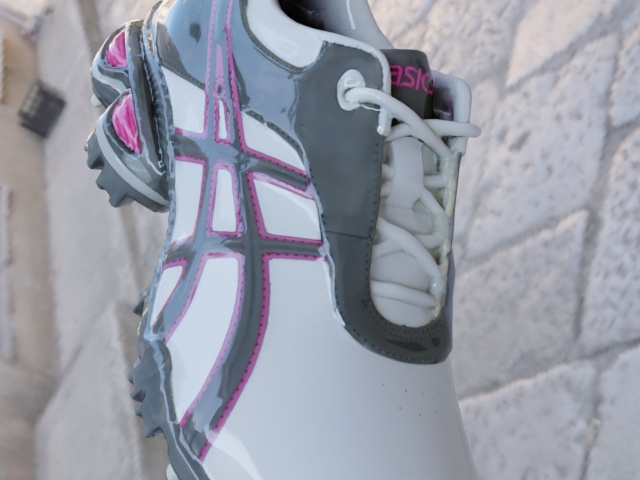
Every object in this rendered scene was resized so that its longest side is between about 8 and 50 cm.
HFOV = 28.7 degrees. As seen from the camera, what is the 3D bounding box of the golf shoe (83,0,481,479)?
[{"bbox_3d":[0.000,0.000,0.407,0.120,0.105,0.273,-43,54,29],"label":"golf shoe"}]
